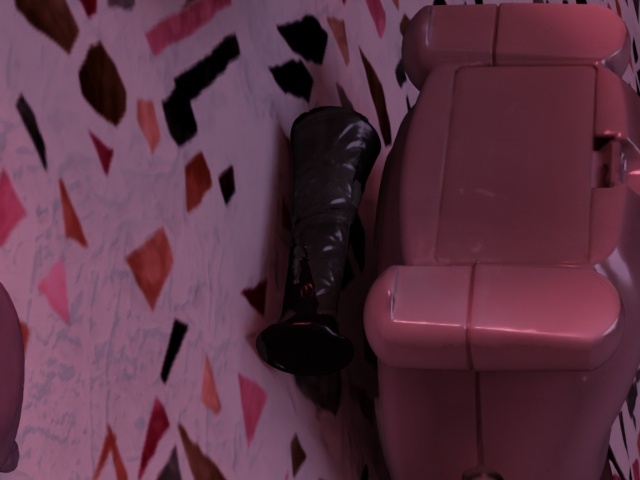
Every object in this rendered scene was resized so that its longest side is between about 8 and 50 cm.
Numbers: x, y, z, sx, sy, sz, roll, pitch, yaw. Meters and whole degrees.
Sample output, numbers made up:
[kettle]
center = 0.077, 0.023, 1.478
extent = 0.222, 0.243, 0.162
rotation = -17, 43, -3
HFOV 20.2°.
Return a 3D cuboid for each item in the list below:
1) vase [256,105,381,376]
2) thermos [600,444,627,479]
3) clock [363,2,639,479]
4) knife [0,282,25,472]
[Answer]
[vase]
center = 0.000, 0.000, 1.080
extent = 0.059, 0.059, 0.167
rotation = 60, 30, -46
[thermos]
center = 0.203, 0.220, 1.505
extent = 0.124, 0.099, 0.232
rotation = 34, -36, 66
[clock]
center = 0.125, 0.049, 1.198
extent = 0.326, 0.184, 0.342
rotation = 87, 15, -49
[knife]
center = -0.197, -0.001, 0.577
extent = 0.398, 0.038, 0.132
rotation = 40, 49, -62
